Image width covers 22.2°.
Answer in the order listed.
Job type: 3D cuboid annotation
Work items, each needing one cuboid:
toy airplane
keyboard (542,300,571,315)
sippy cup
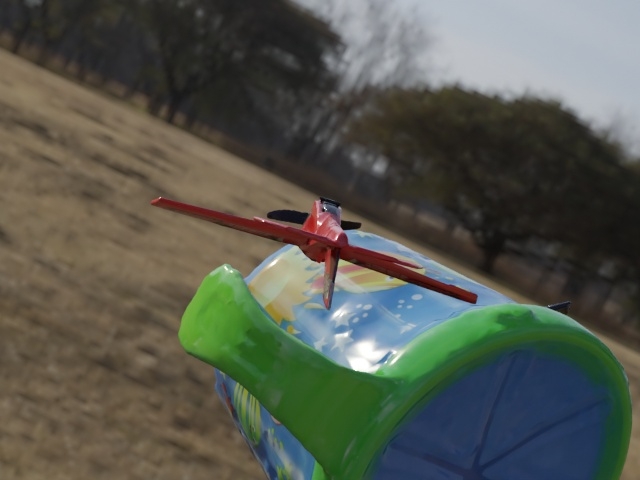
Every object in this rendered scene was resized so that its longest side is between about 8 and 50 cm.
[{"bbox_3d":[0.000,0.000,0.685,0.151,0.028,0.151,17,8,-3],"label":"toy airplane"},{"bbox_3d":[0.160,0.107,1.564,0.180,0.108,0.023,-10,49,-44],"label":"keyboard"},{"bbox_3d":[0.047,0.107,1.084,0.224,0.240,0.305,39,-28,47],"label":"sippy cup"}]
